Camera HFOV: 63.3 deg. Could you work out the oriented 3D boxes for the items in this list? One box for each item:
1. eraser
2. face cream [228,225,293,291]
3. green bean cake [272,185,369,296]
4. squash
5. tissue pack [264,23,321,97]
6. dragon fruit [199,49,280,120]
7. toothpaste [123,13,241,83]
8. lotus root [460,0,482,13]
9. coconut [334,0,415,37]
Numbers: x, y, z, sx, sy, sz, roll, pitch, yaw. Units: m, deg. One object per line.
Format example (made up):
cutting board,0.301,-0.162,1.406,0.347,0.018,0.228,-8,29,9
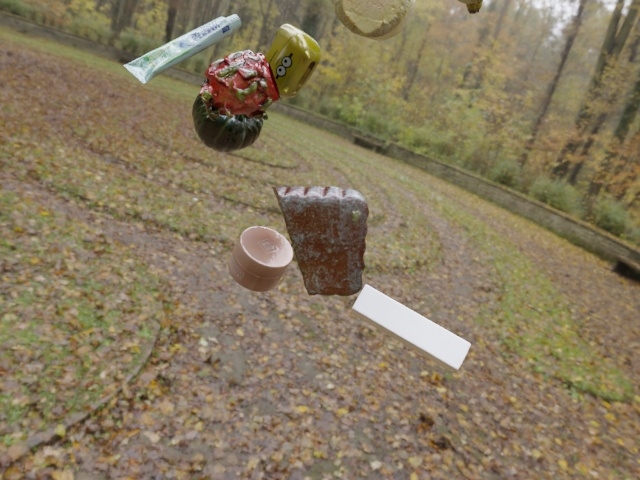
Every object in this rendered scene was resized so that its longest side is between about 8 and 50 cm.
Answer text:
eraser,0.226,0.224,1.327,0.298,0.076,0.078,30,-14,11
face cream,-0.160,0.049,1.381,0.149,0.104,0.149,19,38,-16
green bean cake,0.000,0.000,1.092,0.199,0.232,0.097,-1,19,2
squash,-0.272,-0.361,1.523,0.173,0.217,0.218,-17,-10,38
tissue pack,-0.082,-0.474,1.401,0.127,0.178,0.123,49,27,20
dragon fruit,-0.193,-0.356,1.228,0.172,0.166,0.160,-15,10,6
toothpaste,-0.308,-0.450,1.204,0.297,0.048,0.075,-39,71,-23
lotus root,0.296,-0.521,1.038,0.109,0.094,0.191,4,4,26
coconut,0.162,-0.711,1.530,0.240,0.238,0.244,19,24,2
